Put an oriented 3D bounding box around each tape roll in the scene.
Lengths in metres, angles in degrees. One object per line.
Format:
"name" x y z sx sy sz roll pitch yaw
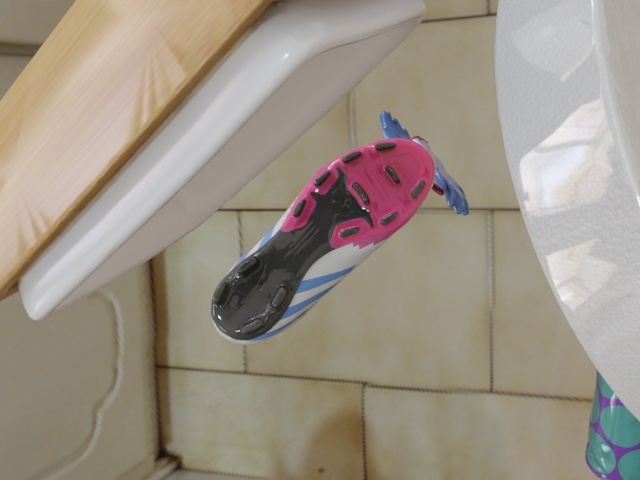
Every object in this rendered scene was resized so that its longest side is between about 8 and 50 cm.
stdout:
"tape roll" 0.261 -0.049 0.569 0.072 0.392 0.391 -22 89 45

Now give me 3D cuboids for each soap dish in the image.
"soap dish" -0.086 -0.092 0.564 0.291 0.229 0.118 -40 89 31

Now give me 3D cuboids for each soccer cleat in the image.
"soccer cleat" 0.000 0.000 1.094 0.331 0.143 0.116 -40 80 -1

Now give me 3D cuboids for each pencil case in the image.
"pencil case" 0.247 0.117 0.687 0.070 0.064 0.151 0 120 1

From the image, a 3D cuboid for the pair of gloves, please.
"pair of gloves" 0.154 -0.115 1.336 0.023 0.198 0.159 -40 58 19
